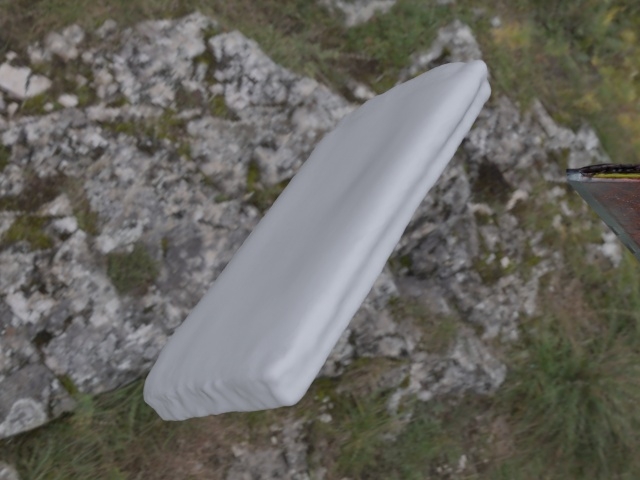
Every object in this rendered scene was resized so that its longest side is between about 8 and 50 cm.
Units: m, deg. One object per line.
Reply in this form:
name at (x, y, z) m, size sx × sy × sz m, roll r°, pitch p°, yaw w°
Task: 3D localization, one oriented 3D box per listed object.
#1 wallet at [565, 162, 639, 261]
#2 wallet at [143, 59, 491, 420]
wallet at (0.276, -0.012, 0.818) m, size 0.196 × 0.103 × 0.020 m, roll 34°, pitch 64°, yaw -47°
wallet at (0.000, 0.000, 0.449) m, size 0.032 × 0.124 × 0.183 m, roll 45°, pitch 58°, yaw -16°
